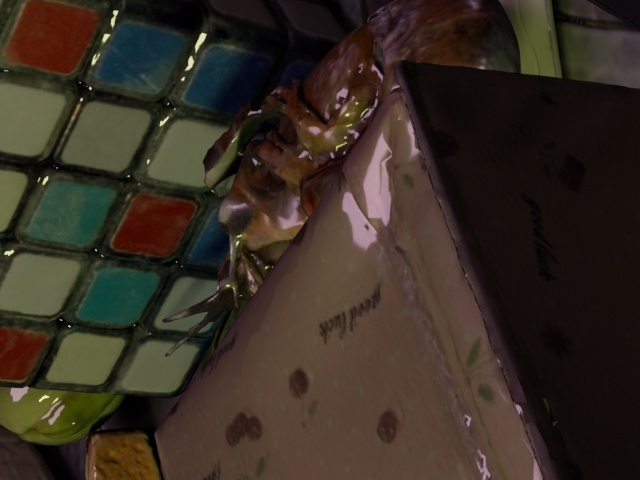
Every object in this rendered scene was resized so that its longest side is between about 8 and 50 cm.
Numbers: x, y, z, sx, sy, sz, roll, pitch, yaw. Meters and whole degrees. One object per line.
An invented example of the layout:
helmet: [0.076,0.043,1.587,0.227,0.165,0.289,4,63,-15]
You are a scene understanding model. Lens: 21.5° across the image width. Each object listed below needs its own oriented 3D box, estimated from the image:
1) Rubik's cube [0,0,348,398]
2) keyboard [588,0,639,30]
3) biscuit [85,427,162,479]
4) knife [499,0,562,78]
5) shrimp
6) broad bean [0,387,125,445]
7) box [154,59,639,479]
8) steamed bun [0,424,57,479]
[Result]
Rubik's cube: [-0.194,-0.102,1.045,0.287,0.293,0.292,-61,42,27]
keyboard: [0.185,-0.102,0.721,0.231,0.023,0.072,46,117,49]
biscuit: [-0.129,0.222,1.142,0.056,0.052,0.188,128,137,-59]
knife: [0.093,-0.149,0.853,0.081,0.043,0.336,-16,75,62]
shrimp: [0.004,-0.004,0.900,0.343,0.116,0.145,-50,45,45]
broad bean: [-0.187,0.066,1.200,0.124,0.082,0.174,-21,53,18]
box: [0.135,0.099,0.526,0.190,0.297,0.225,-56,43,42]
steamed bun: [-0.287,0.246,1.245,0.250,0.200,0.154,55,132,48]
